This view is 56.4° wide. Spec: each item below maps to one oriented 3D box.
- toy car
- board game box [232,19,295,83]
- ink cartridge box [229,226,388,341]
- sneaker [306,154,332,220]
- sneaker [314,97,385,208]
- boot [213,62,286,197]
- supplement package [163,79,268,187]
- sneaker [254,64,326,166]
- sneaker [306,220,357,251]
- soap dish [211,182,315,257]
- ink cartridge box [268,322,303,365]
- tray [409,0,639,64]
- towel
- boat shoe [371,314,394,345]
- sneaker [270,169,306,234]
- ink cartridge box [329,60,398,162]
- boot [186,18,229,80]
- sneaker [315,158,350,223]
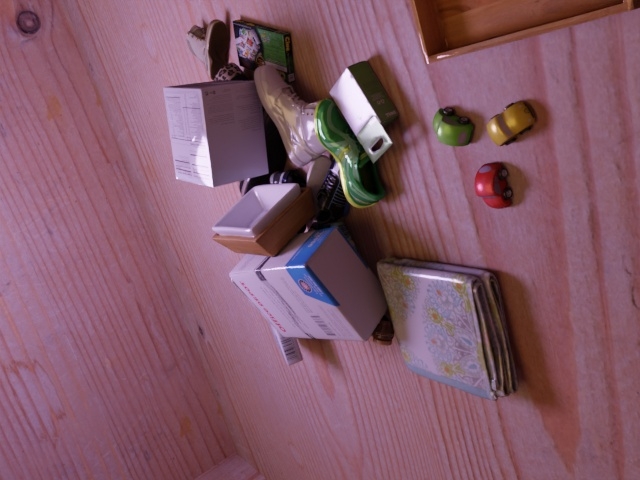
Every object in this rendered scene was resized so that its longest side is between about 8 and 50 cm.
[{"bbox_3d":[0.302,-0.195,1.199,0.225,0.053,0.239,40,143,35],"label":"toy car"},{"bbox_3d":[-0.163,-0.540,1.698,0.259,0.030,0.136,33,137,43],"label":"board game box"},{"bbox_3d":[-0.038,0.133,1.714,0.395,0.166,0.285,-9,125,51],"label":"ink cartridge box"},{"bbox_3d":[-0.014,-0.163,1.724,0.094,0.080,0.212,-116,24,-47],"label":"sneaker"},{"bbox_3d":[0.085,-0.224,1.489,0.123,0.109,0.295,-7,115,53],"label":"sneaker"},{"bbox_3d":[-0.236,-0.335,1.864,0.284,0.138,0.377,48,144,23],"label":"boot"},{"bbox_3d":[-0.292,-0.307,1.682,0.198,0.199,0.263,16,117,44],"label":"supplement package"},{"bbox_3d":[-0.053,-0.360,1.589,0.169,0.108,0.292,-23,97,44],"label":"sneaker"},{"bbox_3d":[0.000,0.000,1.810,0.283,0.110,0.122,-10,98,50],"label":"sneaker"},{"bbox_3d":[-0.164,-0.058,1.733,0.291,0.229,0.118,3,134,56],"label":"soap dish"},{"bbox_3d":[-0.174,0.256,2.205,0.330,0.071,0.324,-151,42,-72],"label":"ink cartridge box"},{"bbox_3d":[0.312,-0.432,0.974,0.411,0.076,0.203,6,118,56],"label":"tray"},{"bbox_3d":[0.307,0.207,1.484,0.374,0.090,0.320,6,115,57],"label":"towel"},{"bbox_3d":[0.172,0.244,1.706,0.207,0.073,0.073,-164,78,-83],"label":"boat shoe"},{"bbox_3d":[-0.075,-0.113,1.846,0.121,0.079,0.217,0,120,49],"label":"sneaker"},{"bbox_3d":[0.114,-0.301,1.406,0.209,0.062,0.109,60,151,6],"label":"ink cartridge box"},{"bbox_3d":[-0.362,-0.638,1.893,0.165,0.077,0.213,52,152,23],"label":"boot"},{"bbox_3d":[0.038,-0.137,1.632,0.081,0.090,0.232,43,145,33],"label":"sneaker"}]
